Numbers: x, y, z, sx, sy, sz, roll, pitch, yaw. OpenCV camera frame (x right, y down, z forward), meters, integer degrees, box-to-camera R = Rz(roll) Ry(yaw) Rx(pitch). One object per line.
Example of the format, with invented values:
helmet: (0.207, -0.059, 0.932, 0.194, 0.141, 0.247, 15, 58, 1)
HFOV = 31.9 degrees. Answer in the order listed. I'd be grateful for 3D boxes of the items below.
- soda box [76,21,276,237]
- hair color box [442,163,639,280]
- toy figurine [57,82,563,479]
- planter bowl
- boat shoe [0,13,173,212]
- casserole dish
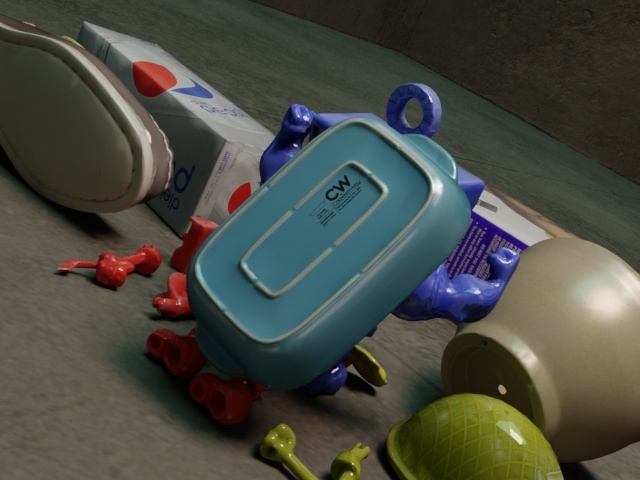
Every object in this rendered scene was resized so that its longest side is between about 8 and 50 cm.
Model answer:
soda box: (-0.140, -0.102, 1.034, 0.091, 0.098, 0.286, 11, 22, -42)
hair color box: (0.156, 0.005, 1.135, 0.338, 0.110, 0.185, 37, 18, 31)
toy figurine: (0.028, 0.009, 0.704, 0.362, 0.217, 0.191, 36, 18, 35)
planter bowl: (0.155, 0.091, 0.796, 0.109, 0.162, 0.162, -22, 43, -33)
boat shoe: (-0.222, -0.115, 0.922, 0.324, 0.117, 0.096, 29, 18, 34)
casserole dish: (0.000, 0.000, 0.649, 0.114, 0.188, 0.037, 43, -9, 29)
